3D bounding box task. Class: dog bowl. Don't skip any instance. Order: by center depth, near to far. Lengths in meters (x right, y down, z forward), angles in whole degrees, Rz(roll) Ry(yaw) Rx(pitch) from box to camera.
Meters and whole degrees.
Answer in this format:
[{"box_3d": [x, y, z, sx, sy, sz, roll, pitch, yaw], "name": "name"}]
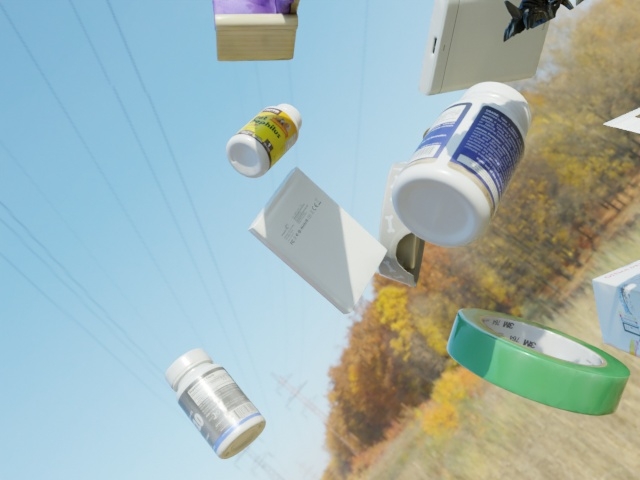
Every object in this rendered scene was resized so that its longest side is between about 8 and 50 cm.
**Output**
[{"box_3d": [0.225, -0.052, 1.939, 0.349, 0.102, 0.348, 7, -90, -79], "name": "dog bowl"}]

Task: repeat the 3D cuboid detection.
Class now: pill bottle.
[{"box_3d": [-0.142, 0.215, 0.973, 0.078, 0.137, 0.078, -36, -24, -18], "name": "pill bottle"}, {"box_3d": [0.230, -0.126, 1.142, 0.264, 0.153, 0.153, -54, -12, -36], "name": "pill bottle"}, {"box_3d": [-0.131, -0.252, 1.796, 0.215, 0.117, 0.117, -52, -12, -44], "name": "pill bottle"}]

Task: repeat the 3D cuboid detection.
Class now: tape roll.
[{"box_3d": [0.399, 0.218, 1.356, 0.321, 0.321, 0.077, -6, -65, -68], "name": "tape roll"}]

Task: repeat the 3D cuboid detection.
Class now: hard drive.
[{"box_3d": [0.396, -0.475, 1.714, 0.353, 0.047, 0.233, -16, -50, -30], "name": "hard drive"}, {"box_3d": [0.000, 0.000, 1.719, 0.040, 0.307, 0.203, -24, 28, 56], "name": "hard drive"}]

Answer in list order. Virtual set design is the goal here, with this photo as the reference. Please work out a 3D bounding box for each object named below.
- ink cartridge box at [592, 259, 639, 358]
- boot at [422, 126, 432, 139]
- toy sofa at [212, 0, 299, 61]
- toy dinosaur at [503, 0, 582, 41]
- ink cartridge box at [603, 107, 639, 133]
[{"box_3d": [0.737, 0.153, 1.564, 0.171, 0.168, 0.233, -18, 15, -16], "name": "ink cartridge box"}, {"box_3d": [0.350, -0.263, 1.752, 0.213, 0.077, 0.165, -15, 2, 9], "name": "boot"}, {"box_3d": [-0.131, -0.523, 1.354, 0.150, 0.362, 0.177, -3, -25, -9], "name": "toy sofa"}, {"box_3d": [0.280, -0.395, 0.917, 0.322, 0.218, 0.164, -27, 6, -14], "name": "toy dinosaur"}, {"box_3d": [0.619, -0.172, 1.193, 0.189, 0.232, 0.066, -23, -64, -26], "name": "ink cartridge box"}]
